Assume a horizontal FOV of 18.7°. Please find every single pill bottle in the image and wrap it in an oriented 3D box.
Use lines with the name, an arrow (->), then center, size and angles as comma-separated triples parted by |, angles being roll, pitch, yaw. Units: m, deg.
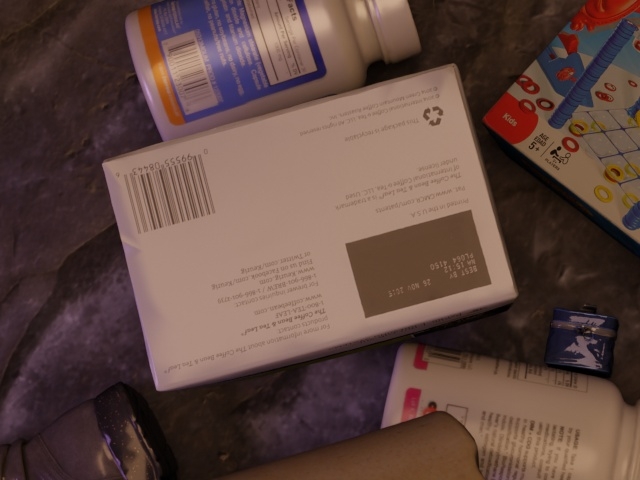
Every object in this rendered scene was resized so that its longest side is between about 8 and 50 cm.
pill bottle -> -0.044, -0.197, 1.933 | 0.272, 0.152, 0.152 | -18, 83, 2
pill bottle -> 0.201, 0.200, 1.871 | 0.283, 0.160, 0.160 | 11, 85, 6

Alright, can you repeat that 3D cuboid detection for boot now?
boot -> -0.218, 0.329, 1.927 | 0.223, 0.118, 0.338 | -28, 72, 4

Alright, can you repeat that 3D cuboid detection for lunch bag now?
lunch bag -> 0.257, 0.096, 1.908 | 0.067, 0.098, 0.065 | 8, 83, 10

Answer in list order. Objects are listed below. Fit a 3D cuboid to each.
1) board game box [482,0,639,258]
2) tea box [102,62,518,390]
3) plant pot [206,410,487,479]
board game box -> 0.367, -0.130, 1.869 | 0.302, 0.086, 0.308 | -49, 58, -1
tea box -> 0.000, 0.000, 1.824 | 0.329, 0.323, 0.220 | -15, 84, 2
plant pot -> 0.018, 0.307, 1.675 | 0.305, 0.334, 0.334 | -23, 83, -9
